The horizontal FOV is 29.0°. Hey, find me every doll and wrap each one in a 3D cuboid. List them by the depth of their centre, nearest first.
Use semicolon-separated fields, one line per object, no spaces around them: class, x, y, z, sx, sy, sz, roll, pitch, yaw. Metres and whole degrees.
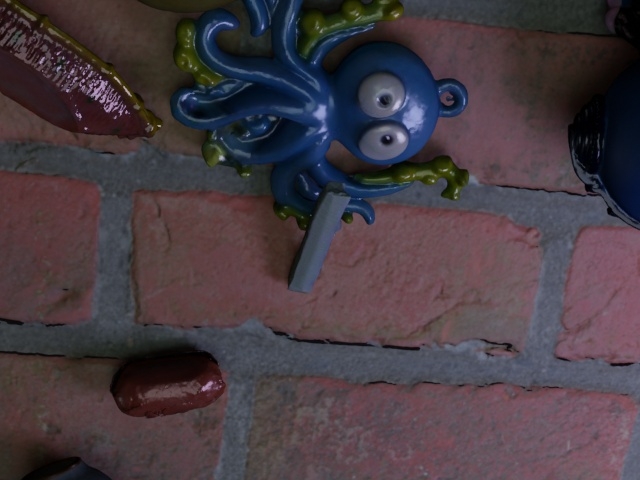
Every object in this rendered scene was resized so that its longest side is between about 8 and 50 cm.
doll;0.428;-0.152;1.393;0.284;0.240;0.310;6;106;6
doll;0.001;-0.160;1.401;0.341;0.099;0.346;-7;116;-4

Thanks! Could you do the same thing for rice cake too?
rice cake;0.000;0.000;1.468;0.042;0.030;0.180;10;136;-12

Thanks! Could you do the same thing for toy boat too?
toy boat;-0.308;-0.200;1.353;0.318;0.099;0.141;41;143;-20

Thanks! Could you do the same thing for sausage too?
sausage;-0.189;0.179;1.531;0.141;0.076;0.076;-9;113;-5

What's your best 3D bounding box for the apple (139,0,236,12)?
apple;-0.125;-0.356;1.233;0.262;0.262;0.262;-3;112;-6

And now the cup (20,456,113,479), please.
cup;-0.311;0.354;1.546;0.199;0.199;0.150;-19;95;1
